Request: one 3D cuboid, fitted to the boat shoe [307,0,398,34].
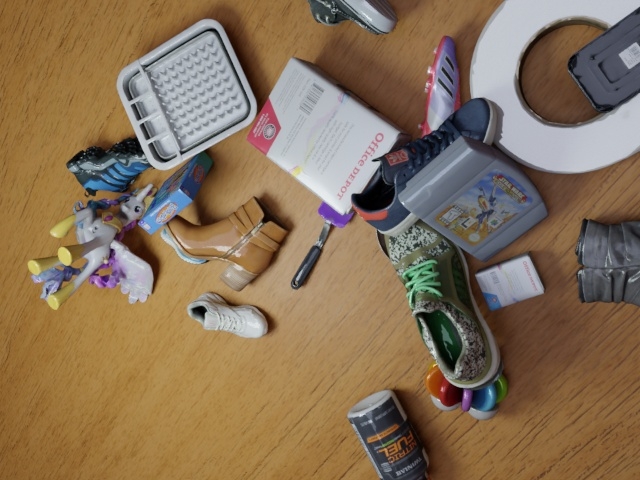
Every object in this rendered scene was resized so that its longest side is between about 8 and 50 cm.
[{"bbox_3d":[0.030,-0.536,1.333,0.335,0.121,0.119,45,122,22],"label":"boat shoe"}]

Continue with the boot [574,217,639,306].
[{"bbox_3d":[0.616,-0.023,1.158,0.222,0.118,0.339,10,99,27],"label":"boot"}]

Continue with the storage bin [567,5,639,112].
[{"bbox_3d":[0.547,-0.322,1.067,0.180,0.084,0.122,-35,84,26],"label":"storage bin"}]

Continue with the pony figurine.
[{"bbox_3d":[-0.594,0.025,1.615,0.302,0.363,0.351,37,128,6],"label":"pony figurine"}]

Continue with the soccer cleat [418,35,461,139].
[{"bbox_3d":[0.267,-0.305,1.284,0.095,0.083,0.248,10,105,6],"label":"soccer cleat"}]

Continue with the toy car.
[{"bbox_3d":[0.321,0.322,1.336,0.181,0.136,0.159,10,103,22],"label":"toy car"}]

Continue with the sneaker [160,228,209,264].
[{"bbox_3d":[-0.361,0.003,1.625,0.162,0.063,0.073,39,109,13],"label":"sneaker"}]

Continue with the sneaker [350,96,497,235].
[{"bbox_3d":[0.198,-0.159,1.212,0.350,0.148,0.131,-50,36,21],"label":"sneaker"}]

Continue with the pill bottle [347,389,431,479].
[{"bbox_3d":[0.175,0.495,1.438,0.130,0.130,0.246,-30,88,26],"label":"pill bottle"}]

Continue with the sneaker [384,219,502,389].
[{"bbox_3d":[0.237,0.112,1.245,0.158,0.182,0.411,-33,68,21],"label":"sneaker"}]

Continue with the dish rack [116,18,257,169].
[{"bbox_3d":[-0.329,-0.361,1.520,0.332,0.072,0.286,-25,88,18],"label":"dish rack"}]

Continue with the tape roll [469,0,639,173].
[{"bbox_3d":[0.492,-0.325,1.176,0.391,0.072,0.393,4,102,23],"label":"tape roll"}]

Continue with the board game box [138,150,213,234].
[{"bbox_3d":[-0.363,-0.126,1.524,0.160,0.210,0.047,-34,115,26],"label":"board game box"}]

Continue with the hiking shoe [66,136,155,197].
[{"bbox_3d":[-0.542,-0.201,1.663,0.303,0.113,0.132,-5,128,18],"label":"hiking shoe"}]

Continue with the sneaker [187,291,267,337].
[{"bbox_3d":[-0.252,0.213,1.585,0.232,0.115,0.091,14,105,21],"label":"sneaker"}]

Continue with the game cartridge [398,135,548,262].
[{"bbox_3d":[0.320,-0.078,1.202,0.198,0.297,0.062,-39,40,28],"label":"game cartridge"}]

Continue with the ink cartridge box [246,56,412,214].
[{"bbox_3d":[0.017,-0.236,1.372,0.306,0.131,0.226,39,110,12],"label":"ink cartridge box"}]

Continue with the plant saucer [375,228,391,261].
[{"bbox_3d":[0.225,-0.026,1.371,0.198,0.036,0.199,5,102,24],"label":"plant saucer"}]

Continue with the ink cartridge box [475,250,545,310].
[{"bbox_3d":[0.411,0.087,1.299,0.122,0.052,0.089,-23,90,27],"label":"ink cartridge box"}]

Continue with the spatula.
[{"bbox_3d":[0.000,0.000,1.479,0.084,0.030,0.297,33,111,15],"label":"spatula"}]

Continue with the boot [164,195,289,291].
[{"bbox_3d":[-0.239,-0.029,1.525,0.283,0.109,0.220,41,108,1],"label":"boot"}]
